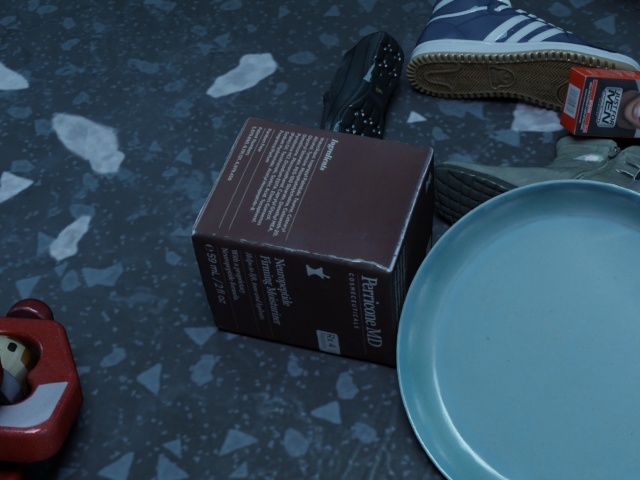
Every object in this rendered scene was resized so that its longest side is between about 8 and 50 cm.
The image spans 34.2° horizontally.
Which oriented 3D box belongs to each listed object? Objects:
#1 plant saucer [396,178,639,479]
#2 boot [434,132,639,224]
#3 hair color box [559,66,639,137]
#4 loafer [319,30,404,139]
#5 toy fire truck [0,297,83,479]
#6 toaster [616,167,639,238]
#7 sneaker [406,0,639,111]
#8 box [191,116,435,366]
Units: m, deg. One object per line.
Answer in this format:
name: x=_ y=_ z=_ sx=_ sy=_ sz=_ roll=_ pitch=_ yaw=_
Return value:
plant saucer: x=0.225 y=0.103 z=0.956 sx=0.317 sy=0.044 sz=0.317 roll=-5 pitch=78 yaw=25
boot: x=0.256 y=-0.066 z=1.171 sx=0.246 sy=0.083 sz=0.161 roll=15 pitch=43 yaw=16
hair color box: x=0.354 y=-0.157 z=1.198 sx=0.141 sy=0.072 sz=0.043 roll=0 pitch=23 yaw=-14
loafer: x=0.038 y=-0.159 z=1.269 sx=0.078 sy=0.076 sz=0.223 roll=-13 pitch=46 yaw=44
toy fire truck: x=-0.380 y=0.131 z=1.024 sx=0.302 sy=0.169 sz=0.254 roll=2 pitch=32 yaw=6
toaster: x=0.381 y=0.003 z=1.027 sx=0.186 sy=0.110 sz=0.168 roll=49 pitch=55 yaw=-5
sneaker: x=0.259 y=-0.249 z=1.294 sx=0.282 sy=0.099 sz=0.153 roll=7 pitch=53 yaw=15
box: x=0.000 y=0.000 z=1.070 sx=0.203 sy=0.168 sz=0.167 roll=11 pitch=52 yaw=15
